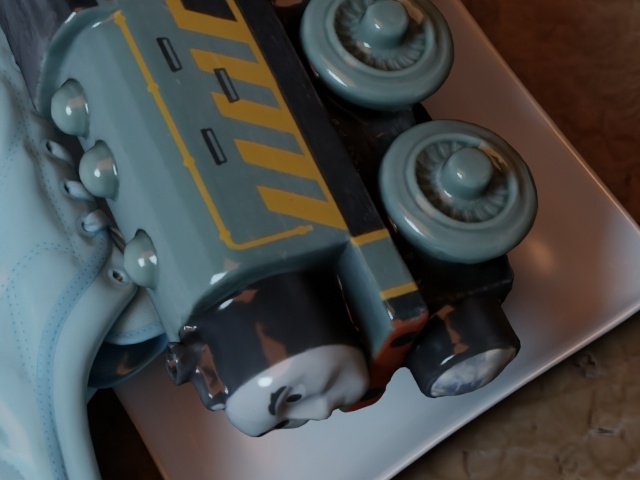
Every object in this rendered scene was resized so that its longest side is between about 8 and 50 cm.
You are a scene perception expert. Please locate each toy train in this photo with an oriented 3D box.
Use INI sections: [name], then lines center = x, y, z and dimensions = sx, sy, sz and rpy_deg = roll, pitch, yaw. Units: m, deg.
[toy train]
center = -0.033, -0.059, 0.916
dimensions = 0.190, 0.142, 0.334
rpy_deg = -16, 67, -23

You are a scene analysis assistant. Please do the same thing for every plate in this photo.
[plate]
center = 0.000, 0.000, 1.013
dimensions = 0.278, 0.045, 0.277
rpy_deg = -35, 67, 1

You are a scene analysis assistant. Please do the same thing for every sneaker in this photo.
[sneaker]
center = -0.151, 0.014, 0.975
dimensions = 0.150, 0.135, 0.366
rpy_deg = 6, 67, -14
